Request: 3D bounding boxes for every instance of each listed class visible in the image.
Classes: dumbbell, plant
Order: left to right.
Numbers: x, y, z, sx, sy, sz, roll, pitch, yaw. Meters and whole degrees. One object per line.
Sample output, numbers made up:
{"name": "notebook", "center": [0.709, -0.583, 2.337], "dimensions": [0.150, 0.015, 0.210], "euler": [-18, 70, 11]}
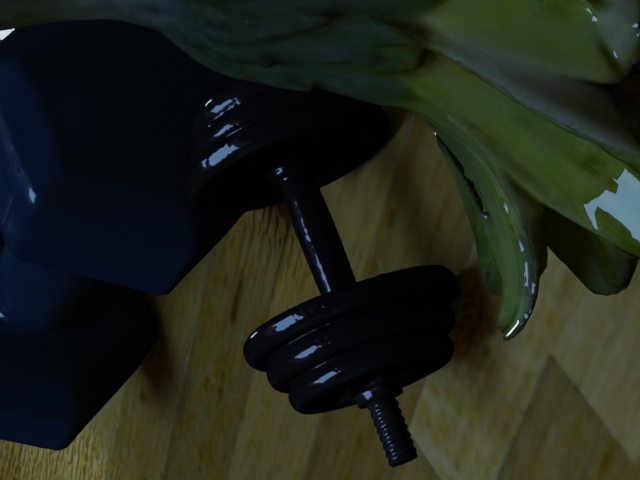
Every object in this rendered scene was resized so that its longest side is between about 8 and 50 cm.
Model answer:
{"name": "dumbbell", "center": [-0.139, -0.002, 1.036], "dimensions": [0.325, 0.160, 0.144], "euler": [130, 152, -58]}
{"name": "dumbbell", "center": [0.000, 0.000, 0.825], "dimensions": [0.099, 0.099, 0.208], "euler": [-46, 61, 59]}
{"name": "plant", "center": [0.004, -0.126, 0.589], "dimensions": [0.261, 0.297, 0.306], "euler": [-37, 66, 48]}

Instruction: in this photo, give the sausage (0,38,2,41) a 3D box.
{"name": "sausage", "center": [-0.241, -0.007, 1.261], "dimensions": [0.113, 0.113, 0.259], "euler": [35, 132, 51]}
